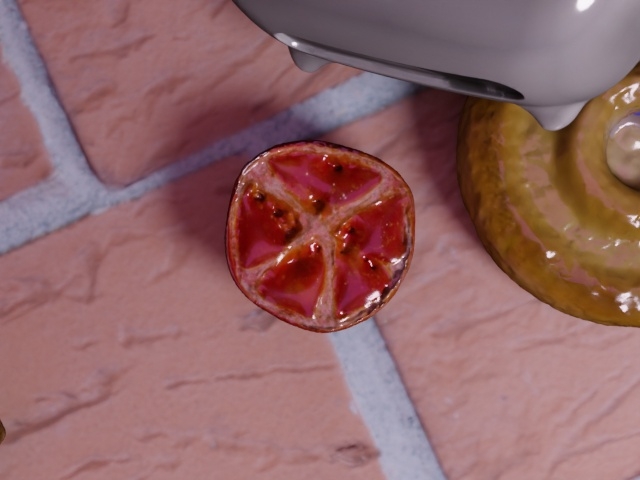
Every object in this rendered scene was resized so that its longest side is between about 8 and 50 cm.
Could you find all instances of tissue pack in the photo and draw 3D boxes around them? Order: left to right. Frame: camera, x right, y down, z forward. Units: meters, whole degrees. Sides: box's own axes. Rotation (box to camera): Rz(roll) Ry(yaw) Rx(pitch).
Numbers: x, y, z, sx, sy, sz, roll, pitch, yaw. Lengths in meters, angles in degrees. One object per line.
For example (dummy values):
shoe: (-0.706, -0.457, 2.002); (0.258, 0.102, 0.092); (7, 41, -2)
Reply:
tissue pack: (0.084, -0.221, 0.795); (0.333, 0.229, 0.236); (17, 95, 24)

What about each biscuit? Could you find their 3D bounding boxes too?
biscuit: (0.215, -0.075, 0.890); (0.213, 0.091, 0.274); (12, 87, 3)

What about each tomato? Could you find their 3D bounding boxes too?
tomato: (0.000, 0.000, 0.907); (0.156, 0.069, 0.155); (0, 82, 1)

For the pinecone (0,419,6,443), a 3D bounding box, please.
pinecone: (-0.372, 0.138, 0.858); (0.229, 0.201, 0.202); (49, 63, -26)
